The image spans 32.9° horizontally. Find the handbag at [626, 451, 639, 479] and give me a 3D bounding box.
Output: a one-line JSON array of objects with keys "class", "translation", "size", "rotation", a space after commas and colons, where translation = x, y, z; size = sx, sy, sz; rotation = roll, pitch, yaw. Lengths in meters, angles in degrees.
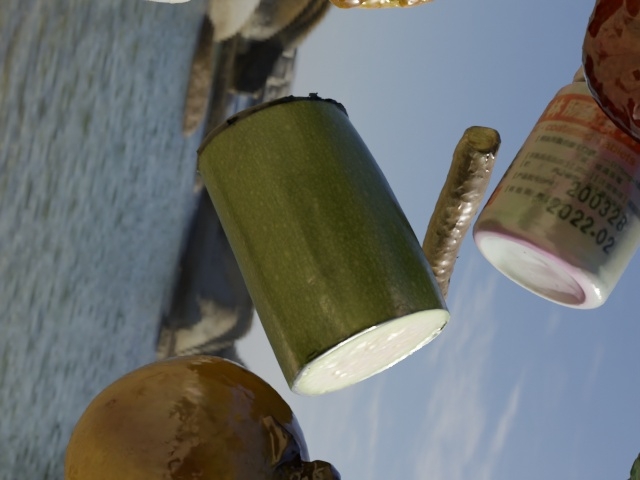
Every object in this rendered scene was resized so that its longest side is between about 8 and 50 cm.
[{"class": "handbag", "translation": [0.549, 0.283, 1.303], "size": [0.269, 0.274, 0.100], "rotation": [-44, -169, -6]}]

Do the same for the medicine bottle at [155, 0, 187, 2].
[{"class": "medicine bottle", "translation": [-0.147, -0.421, 0.984], "size": [0.375, 0.123, 0.282], "rotation": [104, -16, -46]}]

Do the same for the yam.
[{"class": "yam", "translation": [0.218, -0.024, 1.800], "size": [0.081, 0.081, 0.356], "rotation": [-85, -174, -56]}]

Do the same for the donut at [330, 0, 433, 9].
[{"class": "donut", "translation": [0.091, -0.367, 1.260], "size": [0.226, 0.227, 0.113], "rotation": [107, -27, -53]}]

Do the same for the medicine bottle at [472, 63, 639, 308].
[{"class": "medicine bottle", "translation": [0.406, -0.111, 1.580], "size": [0.388, 0.219, 0.219], "rotation": [-56, 179, -12]}]

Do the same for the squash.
[{"class": "squash", "translation": [0.000, 0.000, 1.597], "size": [0.263, 0.263, 0.384], "rotation": [109, -41, -63]}]

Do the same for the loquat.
[{"class": "loquat", "translation": [-0.140, 0.302, 1.358], "size": [0.328, 0.359, 0.328], "rotation": [-6, 90, -70]}]

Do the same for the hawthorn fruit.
[{"class": "hawthorn fruit", "translation": [0.414, -0.202, 1.119], "size": [0.300, 0.275, 0.275], "rotation": [12, 89, -66]}]
